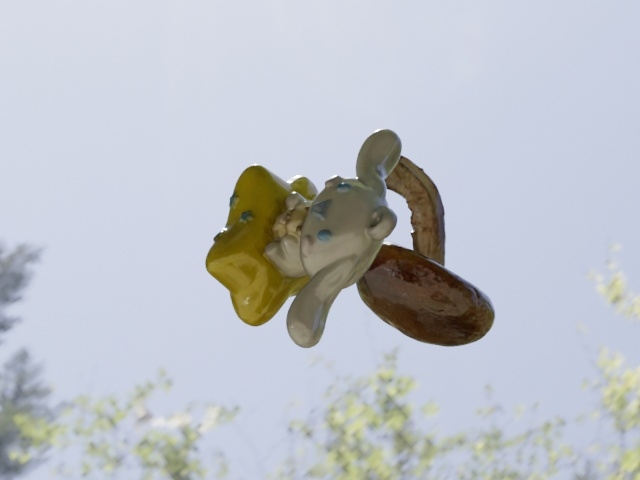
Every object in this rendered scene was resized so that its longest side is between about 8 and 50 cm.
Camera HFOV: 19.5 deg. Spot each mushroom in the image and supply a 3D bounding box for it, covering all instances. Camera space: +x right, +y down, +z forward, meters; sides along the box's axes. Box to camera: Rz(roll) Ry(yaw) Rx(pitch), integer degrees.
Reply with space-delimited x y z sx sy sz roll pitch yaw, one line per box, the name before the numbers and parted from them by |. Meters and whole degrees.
mushroom | 0.054 0.012 1.153 0.073 0.088 0.129 -27 -104 10

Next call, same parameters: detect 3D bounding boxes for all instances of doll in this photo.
doll | -0.003 0.006 1.007 0.113 0.135 0.071 -28 -54 25
